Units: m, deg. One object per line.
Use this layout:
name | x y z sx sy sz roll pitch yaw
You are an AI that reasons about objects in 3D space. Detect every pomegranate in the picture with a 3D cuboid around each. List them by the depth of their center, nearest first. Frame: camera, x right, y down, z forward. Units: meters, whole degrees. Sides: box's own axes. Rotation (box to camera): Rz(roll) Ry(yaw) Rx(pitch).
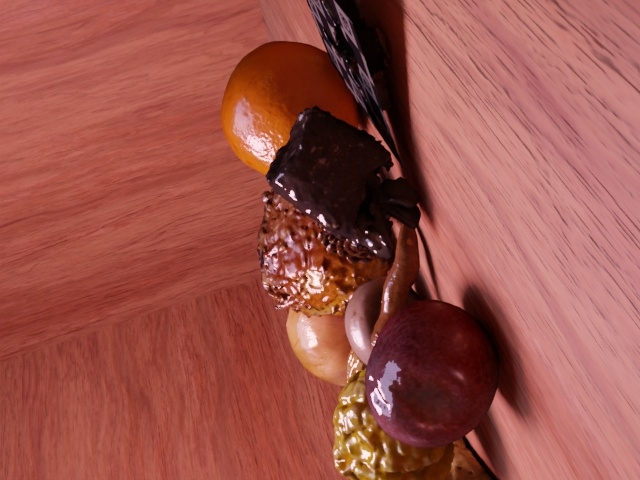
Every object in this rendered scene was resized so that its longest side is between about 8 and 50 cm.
pomegranate | 0.075 0.239 2.017 0.338 0.338 0.338 162 90 -85

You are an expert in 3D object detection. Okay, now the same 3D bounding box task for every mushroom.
mushroom | 0.165 0.175 1.523 0.215 0.207 0.207 -13 95 52

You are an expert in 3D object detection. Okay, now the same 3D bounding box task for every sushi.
sushi | 0.059 -0.355 1.258 0.359 0.064 0.343 62 -179 38

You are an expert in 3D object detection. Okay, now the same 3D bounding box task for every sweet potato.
sweet potato | 0.156 0.083 1.405 0.067 0.059 0.281 -31 -44 -80

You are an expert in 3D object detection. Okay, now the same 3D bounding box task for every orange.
orange | -0.067 -0.283 1.588 0.312 0.312 0.312 162 90 -85

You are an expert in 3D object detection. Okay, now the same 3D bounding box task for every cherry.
cherry | 0.183 0.208 1.172 0.239 0.206 0.239 20 -90 -80

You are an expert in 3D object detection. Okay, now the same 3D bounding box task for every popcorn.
popcorn | 0.147 0.375 1.406 0.270 0.224 0.258 35 -123 -32

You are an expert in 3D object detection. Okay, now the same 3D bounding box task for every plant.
plant | 0.052 -0.108 1.305 0.276 0.188 0.199 33 -171 -16

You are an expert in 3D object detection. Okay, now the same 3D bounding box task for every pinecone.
pinecone | 0.077 -0.067 1.567 0.186 0.168 0.212 87 -170 -50

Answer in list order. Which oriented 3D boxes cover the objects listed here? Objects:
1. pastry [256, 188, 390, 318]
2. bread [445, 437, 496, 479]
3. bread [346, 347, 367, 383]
pastry | -0.007 0.016 1.814 0.292 0.337 0.405 6 -124 -52
bread | 0.340 0.566 1.505 0.315 0.279 0.249 -36 -65 -50
bread | 0.166 0.338 1.661 0.274 0.149 0.274 35 -165 -11
